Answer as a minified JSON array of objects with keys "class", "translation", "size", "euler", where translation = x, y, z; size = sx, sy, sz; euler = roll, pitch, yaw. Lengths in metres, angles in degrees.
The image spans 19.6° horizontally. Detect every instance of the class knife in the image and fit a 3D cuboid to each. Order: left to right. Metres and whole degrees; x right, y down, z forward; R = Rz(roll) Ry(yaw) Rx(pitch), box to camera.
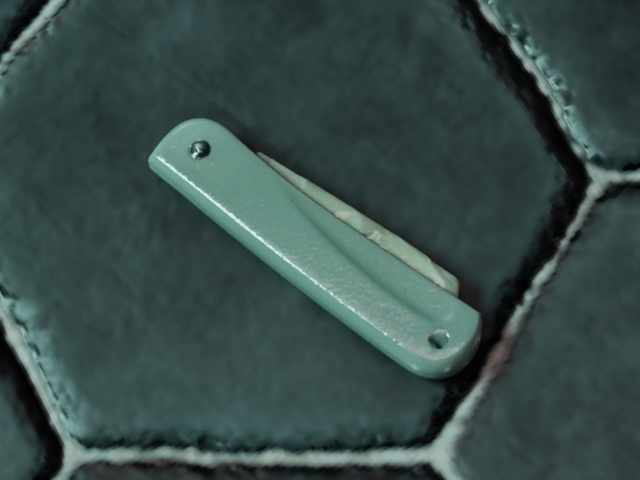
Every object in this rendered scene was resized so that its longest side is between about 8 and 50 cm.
[{"class":"knife","translation":[0.000,0.000,0.765],"size":[0.162,0.023,0.044],"euler":[37,75,18]}]
